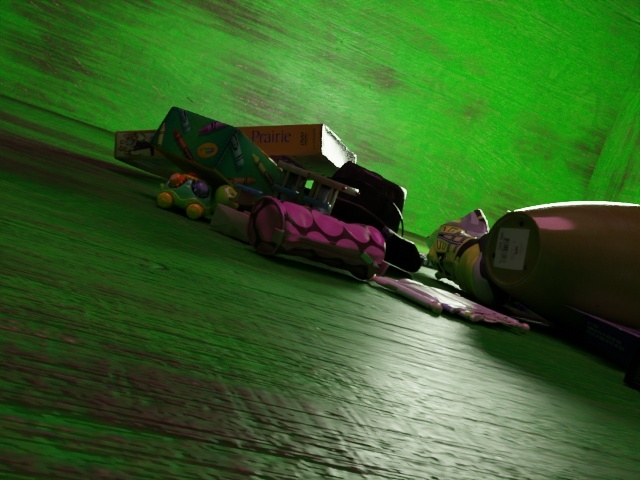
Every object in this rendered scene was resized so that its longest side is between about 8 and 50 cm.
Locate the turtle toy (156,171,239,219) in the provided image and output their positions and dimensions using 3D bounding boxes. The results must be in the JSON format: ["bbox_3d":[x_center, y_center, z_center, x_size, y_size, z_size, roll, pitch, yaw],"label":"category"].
[{"bbox_3d":[-0.192,-0.070,1.209,0.130,0.066,0.095,20,5,3],"label":"turtle toy"}]

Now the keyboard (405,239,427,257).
[{"bbox_3d":[0.247,0.026,2.021,0.100,0.038,0.192,24,6,42],"label":"keyboard"}]

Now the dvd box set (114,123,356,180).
[{"bbox_3d":[-0.160,-0.172,1.567,0.420,0.062,0.307,0,-5,15],"label":"dvd box set"}]

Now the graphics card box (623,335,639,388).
[{"bbox_3d":[0.575,0.062,0.989,0.233,0.371,0.094,21,6,33],"label":"graphics card box"}]

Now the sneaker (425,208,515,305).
[{"bbox_3d":[0.304,0.053,1.581,0.147,0.145,0.385,-21,12,10],"label":"sneaker"}]

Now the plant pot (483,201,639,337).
[{"bbox_3d":[0.448,0.042,1.385,0.293,0.275,0.275,11,9,-30],"label":"plant pot"}]

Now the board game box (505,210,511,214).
[{"bbox_3d":[0.536,0.072,1.735,0.305,0.193,0.053,20,5,2],"label":"board game box"}]

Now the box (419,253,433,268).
[{"bbox_3d":[0.250,0.048,1.897,0.067,0.018,0.083,16,6,-36],"label":"box"}]

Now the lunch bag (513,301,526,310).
[{"bbox_3d":[0.439,0.068,1.647,0.096,0.151,0.129,10,5,5],"label":"lunch bag"}]

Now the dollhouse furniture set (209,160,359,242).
[{"bbox_3d":[-0.049,-0.050,1.182,0.129,0.129,0.183,22,5,27],"label":"dollhouse furniture set"}]

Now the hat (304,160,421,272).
[{"bbox_3d":[0.084,-0.072,1.484,0.331,0.134,0.331,27,-10,5],"label":"hat"}]

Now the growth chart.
[{"bbox_3d":[0.205,0.097,1.182,0.237,0.021,0.172,15,7,-40],"label":"growth chart"}]

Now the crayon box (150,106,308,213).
[{"bbox_3d":[-0.144,-0.111,1.331,0.165,0.081,0.278,23,-11,36],"label":"crayon box"}]

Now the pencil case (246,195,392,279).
[{"bbox_3d":[0.000,0.000,1.098,0.209,0.095,0.098,13,28,-36],"label":"pencil case"}]

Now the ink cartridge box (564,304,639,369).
[{"bbox_3d":[0.571,0.197,1.266,0.332,0.065,0.165,20,4,-14],"label":"ink cartridge box"}]
